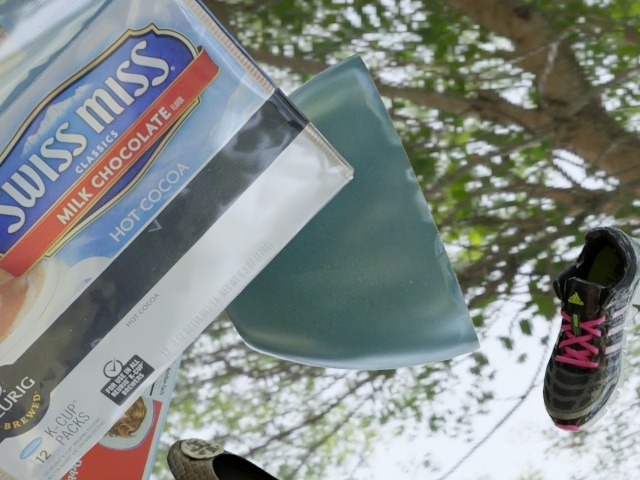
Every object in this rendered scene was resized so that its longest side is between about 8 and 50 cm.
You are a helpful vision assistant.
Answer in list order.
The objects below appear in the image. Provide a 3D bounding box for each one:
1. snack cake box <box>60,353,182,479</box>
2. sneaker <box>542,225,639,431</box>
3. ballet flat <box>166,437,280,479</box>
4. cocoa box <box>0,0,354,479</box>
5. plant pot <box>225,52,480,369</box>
[{"bbox_3d":[-0.247,0.197,1.298,0.264,0.152,0.089,-81,-165,-50],"label":"snack cake box"},{"bbox_3d":[0.207,0.062,0.944,0.063,0.075,0.170,11,-109,41],"label":"sneaker"},{"bbox_3d":[-0.049,0.259,1.220,0.250,0.084,0.058,30,-62,26],"label":"ballet flat"},{"bbox_3d":[-0.200,-0.034,0.910,0.347,0.228,0.231,-46,-148,-2],"label":"cocoa box"},{"bbox_3d":[0.000,0.000,1.115,0.195,0.290,0.290,-22,-101,2],"label":"plant pot"}]
